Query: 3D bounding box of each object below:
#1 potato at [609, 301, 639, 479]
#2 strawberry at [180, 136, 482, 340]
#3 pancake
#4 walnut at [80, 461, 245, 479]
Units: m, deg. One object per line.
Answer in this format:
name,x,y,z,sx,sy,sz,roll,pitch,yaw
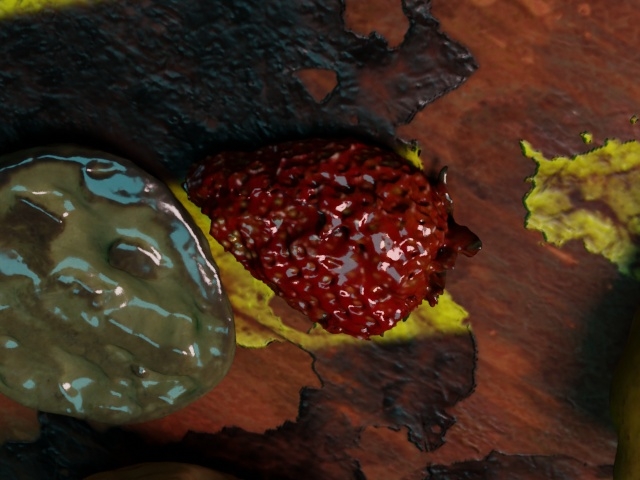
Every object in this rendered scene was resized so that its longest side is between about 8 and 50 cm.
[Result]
potato,0.349,0.079,1.459,0.176,0.195,0.369,5,117,-24
strawberry,0.002,-0.013,1.517,0.228,0.098,0.174,31,122,-7
pancake,-0.215,0.040,1.632,0.294,0.049,0.294,5,124,8
walnut,-0.140,0.333,1.667,0.285,0.285,0.296,19,145,2
